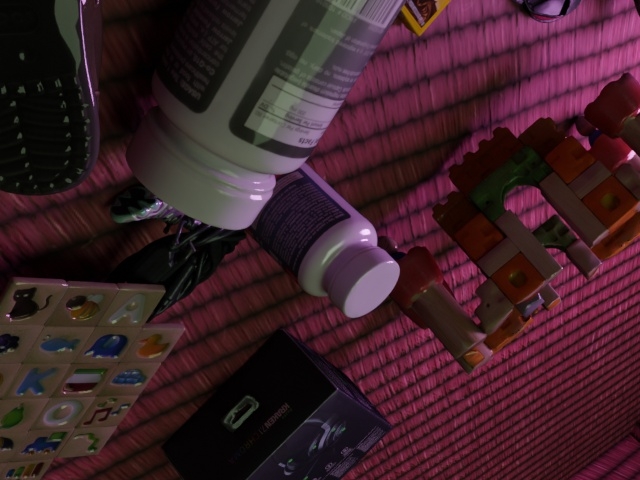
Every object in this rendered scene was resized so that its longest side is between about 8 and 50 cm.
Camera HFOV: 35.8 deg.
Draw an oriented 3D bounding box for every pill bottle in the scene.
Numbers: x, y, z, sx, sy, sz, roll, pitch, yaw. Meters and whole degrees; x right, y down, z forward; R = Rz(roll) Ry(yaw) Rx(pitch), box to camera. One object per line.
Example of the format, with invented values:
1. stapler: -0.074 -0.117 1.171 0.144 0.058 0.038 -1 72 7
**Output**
1. pill bottle: -0.050 -0.162 0.878 0.161 0.161 0.283 5 124 -54
2. pill bottle: 0.000 0.000 1.118 0.108 0.180 0.108 -31 147 -23

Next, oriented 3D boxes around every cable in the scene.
1. cable: -0.163 0.030 1.081 0.184 0.047 0.150 -45 166 29

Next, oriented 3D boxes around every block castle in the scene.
1. block castle: 0.302 -0.026 1.447 0.453 0.213 0.303 -40 162 3

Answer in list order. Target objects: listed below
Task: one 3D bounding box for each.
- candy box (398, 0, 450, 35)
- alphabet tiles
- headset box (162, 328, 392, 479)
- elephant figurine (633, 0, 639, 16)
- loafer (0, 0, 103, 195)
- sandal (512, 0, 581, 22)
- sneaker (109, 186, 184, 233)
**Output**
1. candy box: 0.097 -0.302 1.023 0.105 0.027 0.206 -51 150 2
2. alphabet tiles: -0.309 0.162 1.035 0.285 0.011 0.342 6 131 -44
3. headset box: -0.058 0.287 1.446 0.246 0.131 0.283 -45 150 0
4. elephant figurine: 0.446 -0.355 1.292 0.239 0.169 0.186 -3 94 -43
5. loafer: -0.216 -0.212 0.680 0.134 0.130 0.366 2 124 -10
6. sandal: 0.283 -0.304 1.239 0.179 0.040 0.067 0 127 -51
7. sneaker: -0.168 -0.028 1.016 0.098 0.038 0.069 -29 146 -25
